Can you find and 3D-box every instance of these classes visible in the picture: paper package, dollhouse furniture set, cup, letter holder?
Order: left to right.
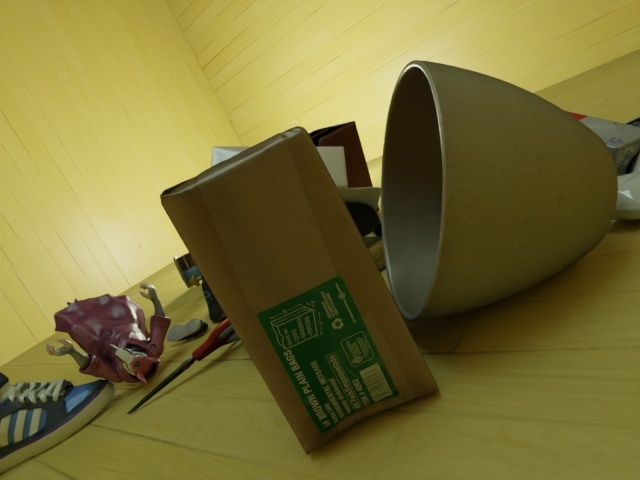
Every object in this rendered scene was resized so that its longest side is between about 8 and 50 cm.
[{"bbox_3d":[-0.489,0.045,1.703,0.198,0.286,0.303,-27,0,3],"label":"dollhouse furniture set"},{"bbox_3d":[-0.024,0.034,0.599,0.168,0.324,0.309,-27,11,2],"label":"paper package"},{"bbox_3d":[0.035,-0.180,1.416,0.152,0.301,0.214,-3,25,37],"label":"letter holder"},{"bbox_3d":[0.225,-0.063,0.614,0.237,0.330,0.331,-1,11,-3],"label":"cup"}]

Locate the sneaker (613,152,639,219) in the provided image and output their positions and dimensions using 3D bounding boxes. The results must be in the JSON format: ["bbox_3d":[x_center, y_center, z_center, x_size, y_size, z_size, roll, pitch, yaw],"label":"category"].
[{"bbox_3d":[0.491,-0.089,0.647,0.212,0.080,0.094,-39,26,-20],"label":"sneaker"}]

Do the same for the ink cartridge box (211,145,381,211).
[{"bbox_3d":[-0.055,-0.103,1.042,0.354,0.119,0.207,0,-31,-5],"label":"ink cartridge box"}]

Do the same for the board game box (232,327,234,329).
[{"bbox_3d":[-0.053,0.095,0.877,0.260,0.030,0.136,-37,-5,-14],"label":"board game box"}]

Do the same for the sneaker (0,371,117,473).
[{"bbox_3d":[-0.622,0.314,0.939,0.323,0.236,0.130,-30,12,-11],"label":"sneaker"}]

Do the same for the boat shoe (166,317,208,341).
[{"bbox_3d":[-0.337,0.230,1.169,0.125,0.038,0.046,-28,52,25],"label":"boat shoe"}]

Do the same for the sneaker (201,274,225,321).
[{"bbox_3d":[-0.282,0.144,1.257,0.101,0.106,0.267,-30,13,-18],"label":"sneaker"}]

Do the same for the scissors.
[{"bbox_3d":[-0.249,0.226,0.897,0.297,0.021,0.109,-32,-22,-25],"label":"scissors"}]

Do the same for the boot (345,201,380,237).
[{"bbox_3d":[-0.002,-0.001,1.017,0.237,0.085,0.178,-19,-12,-19],"label":"boot"}]

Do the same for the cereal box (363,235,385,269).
[{"bbox_3d":[0.051,0.051,1.042,0.173,0.047,0.240,-35,14,-25],"label":"cereal box"}]

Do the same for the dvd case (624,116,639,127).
[{"bbox_3d":[0.623,-0.202,0.921,0.239,0.029,0.179,-26,12,9],"label":"dvd case"}]

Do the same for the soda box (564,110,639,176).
[{"bbox_3d":[0.404,-0.168,0.807,0.091,0.097,0.286,-23,33,-18],"label":"soda box"}]

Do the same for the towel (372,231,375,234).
[{"bbox_3d":[0.218,-0.064,1.261,0.152,0.023,0.113,-24,9,26],"label":"towel"}]

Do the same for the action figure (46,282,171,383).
[{"bbox_3d":[-0.468,0.253,1.065,0.248,0.275,0.370,-26,32,-33],"label":"action figure"}]

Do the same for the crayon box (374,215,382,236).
[{"bbox_3d":[0.283,-0.068,0.967,0.202,0.081,0.319,-34,13,-30],"label":"crayon box"}]
